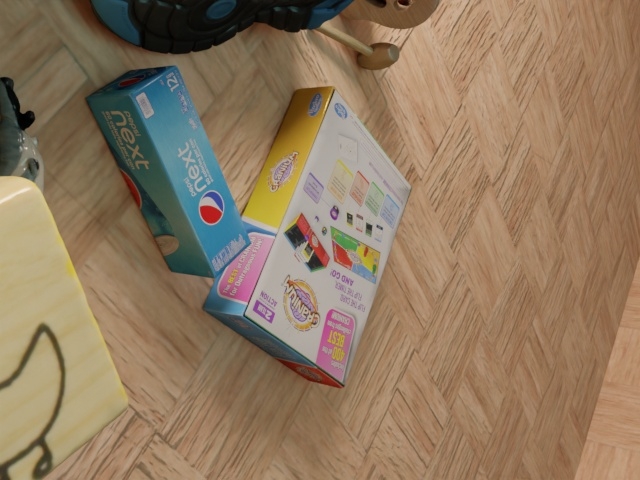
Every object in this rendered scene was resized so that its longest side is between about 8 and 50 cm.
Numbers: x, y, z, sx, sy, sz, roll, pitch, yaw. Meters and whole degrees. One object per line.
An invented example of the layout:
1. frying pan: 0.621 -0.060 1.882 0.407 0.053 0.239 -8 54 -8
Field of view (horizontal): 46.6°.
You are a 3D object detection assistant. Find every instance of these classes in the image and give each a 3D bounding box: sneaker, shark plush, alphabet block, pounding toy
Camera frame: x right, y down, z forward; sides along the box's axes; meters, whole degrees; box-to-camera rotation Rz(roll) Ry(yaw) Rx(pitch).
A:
1. sneaker: -0.106 -0.288 0.780 0.341 0.125 0.139 -22 84 -47
2. shark plush: -0.265 -0.055 0.617 0.067 0.073 0.161 3 97 -23
3. alphabet block: -0.283 0.079 0.488 0.197 0.193 0.192 -41 126 -44
4. pounding toy: 0.072 -0.338 0.953 0.155 0.154 0.269 -55 134 -34

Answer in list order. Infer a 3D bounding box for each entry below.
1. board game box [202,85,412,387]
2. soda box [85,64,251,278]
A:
1. board game box: 0.000 0.000 0.966 0.242 0.064 0.316 45 59 -46
2. soda box: -0.149 -0.065 0.753 0.067 0.071 0.210 -46 129 -39
